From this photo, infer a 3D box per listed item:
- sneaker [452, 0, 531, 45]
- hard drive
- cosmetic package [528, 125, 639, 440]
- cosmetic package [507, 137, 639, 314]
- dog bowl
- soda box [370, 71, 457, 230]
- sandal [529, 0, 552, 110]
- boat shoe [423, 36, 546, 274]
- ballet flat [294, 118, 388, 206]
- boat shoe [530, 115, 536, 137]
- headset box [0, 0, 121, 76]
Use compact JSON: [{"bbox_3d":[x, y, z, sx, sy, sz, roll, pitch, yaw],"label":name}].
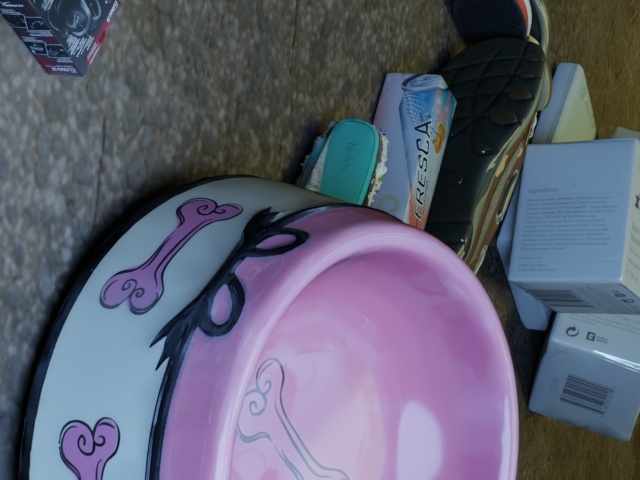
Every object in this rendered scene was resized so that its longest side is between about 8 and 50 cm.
[{"bbox_3d":[0.185,-0.327,1.452,0.270,0.090,0.145,53,52,-51],"label":"sneaker"},{"bbox_3d":[0.316,-0.061,1.837,0.308,0.040,0.203,-66,149,-30],"label":"hard drive"},{"bbox_3d":[0.424,0.057,1.900,0.217,0.156,0.385,90,21,-58],"label":"cosmetic package"},{"bbox_3d":[0.340,-0.015,1.675,0.151,0.151,0.184,29,67,-52],"label":"cosmetic package"},{"bbox_3d":[-0.008,0.155,0.968,0.408,0.150,0.408,-1,91,-50],"label":"dog bowl"},{"bbox_3d":[0.079,-0.072,1.324,0.058,0.062,0.183,46,55,-58],"label":"soda box"},{"bbox_3d":[0.240,-0.237,1.624,0.049,0.072,0.180,-20,116,-23],"label":"sandal"},{"bbox_3d":[0.149,-0.068,1.426,0.324,0.122,0.120,-61,152,-23],"label":"boat shoe"},{"bbox_3d":[0.000,0.000,1.167,0.077,0.091,0.241,98,17,-58],"label":"ballet flat"},{"bbox_3d":[0.230,-0.143,1.620,0.170,0.059,0.063,16,81,-64],"label":"boat shoe"},{"bbox_3d":[-0.163,-0.148,0.849,0.083,0.032,0.062,58,45,-53],"label":"headset box"}]
